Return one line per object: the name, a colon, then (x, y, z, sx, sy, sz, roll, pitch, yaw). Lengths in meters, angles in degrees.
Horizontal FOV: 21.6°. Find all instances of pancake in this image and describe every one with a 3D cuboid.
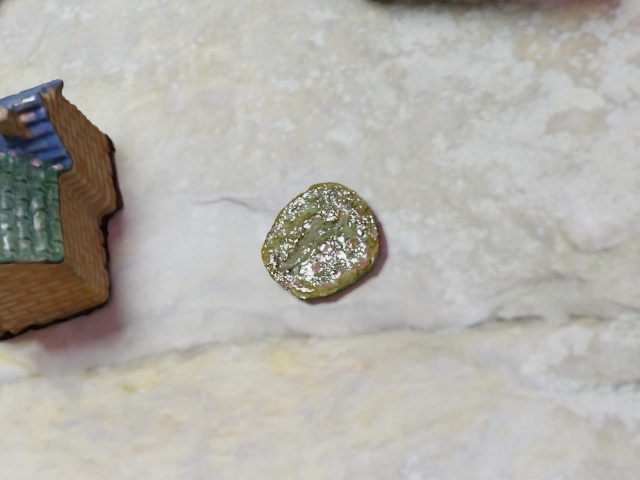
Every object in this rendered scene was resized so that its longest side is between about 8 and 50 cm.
pancake: (-0.001, 0.001, 1.421, 0.108, 0.017, 0.108, -8, 63, 17)

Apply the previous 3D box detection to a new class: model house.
model house: (-0.272, -0.035, 1.432, 0.166, 0.172, 0.183, -17, 63, 7)
